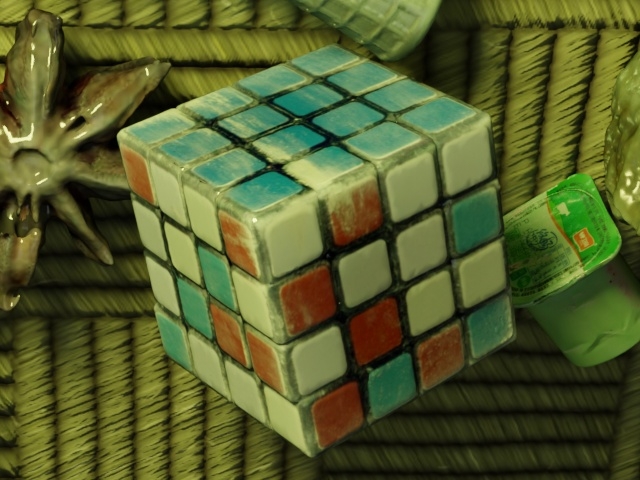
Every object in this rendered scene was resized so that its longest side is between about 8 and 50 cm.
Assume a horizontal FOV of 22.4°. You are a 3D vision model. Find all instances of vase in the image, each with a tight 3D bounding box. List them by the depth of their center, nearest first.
[{"bbox_3d":[-0.037,-0.267,1.440,0.299,0.143,0.143,24,116,-20],"label":"vase"}]

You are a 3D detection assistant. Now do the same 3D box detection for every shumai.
[{"bbox_3d":[0.398,-0.093,1.515,0.225,0.222,0.260,25,99,-24],"label":"shumai"}]

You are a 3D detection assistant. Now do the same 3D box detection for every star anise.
[{"bbox_3d":[-0.271,-0.110,1.527,0.316,0.139,0.359,10,107,-23],"label":"star anise"}]

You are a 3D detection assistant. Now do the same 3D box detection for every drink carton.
[{"bbox_3d":[0.257,0.045,1.648,0.144,0.146,0.142,-30,127,13],"label":"drink carton"}]

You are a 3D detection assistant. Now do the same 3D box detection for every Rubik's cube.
[{"bbox_3d":[-0.001,0.000,1.481,0.256,0.259,0.253,-26,125,-26],"label":"Rubik's cube"}]
